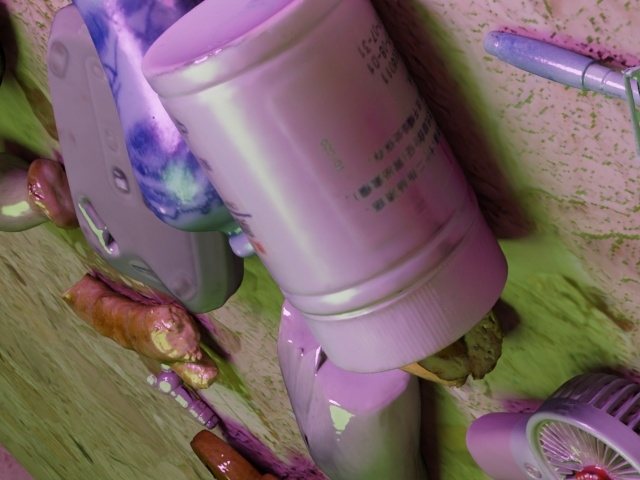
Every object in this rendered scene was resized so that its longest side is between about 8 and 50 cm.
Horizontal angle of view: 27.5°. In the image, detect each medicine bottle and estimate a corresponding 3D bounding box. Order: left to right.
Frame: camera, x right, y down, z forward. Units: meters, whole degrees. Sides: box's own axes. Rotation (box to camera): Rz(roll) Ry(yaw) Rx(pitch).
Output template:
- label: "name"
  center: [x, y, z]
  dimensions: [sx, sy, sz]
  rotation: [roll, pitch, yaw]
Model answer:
- label: "medicine bottle"
  center: [0.008, -0.050, 0.879]
  dimensions: [0.152, 0.152, 0.254]
  rotation: [8, 134, 55]

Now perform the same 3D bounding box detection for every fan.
- label: "fan"
  center: [0.192, 0.166, 1.008]
  dimensions: [0.130, 0.074, 0.244]
  rotation: [51, 156, -10]

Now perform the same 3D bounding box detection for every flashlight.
- label: "flashlight"
  center: [-0.178, 0.207, 1.736]
  dimensions: [0.110, 0.031, 0.052]
  rotation: [44, 119, -6]

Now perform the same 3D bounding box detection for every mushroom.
- label: "mushroom"
  center: [-0.362, -0.058, 1.562]
  dimensions: [0.212, 0.088, 0.097]
  rotation: [6, 102, 48]
- label: "mushroom"
  center: [0.046, 0.195, 1.275]
  dimensions: [0.159, 0.122, 0.328]
  rotation: [-105, 0, -45]

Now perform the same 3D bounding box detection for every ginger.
- label: "ginger"
  center: [-0.230, 0.100, 1.616]
  dimensions: [0.299, 0.065, 0.118]
  rotation: [21, 141, 49]

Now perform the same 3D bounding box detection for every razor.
- label: "razor"
  center: [0.143, -0.097, 0.738]
  dimensions: [0.135, 0.040, 0.068]
  rotation: [31, 152, 46]

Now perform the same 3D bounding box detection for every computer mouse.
- label: "computer mouse"
  center: [-0.151, -0.072, 1.185]
  dimensions: [0.197, 0.095, 0.331]
  rotation: [24, 138, 25]

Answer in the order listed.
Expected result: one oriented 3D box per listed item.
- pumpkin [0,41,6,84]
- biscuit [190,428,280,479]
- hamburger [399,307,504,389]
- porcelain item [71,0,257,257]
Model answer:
- label: "pumpkin"
  center: [-0.473, -0.195, 1.333]
  dimensions: [0.225, 0.256, 0.303]
  rotation: [46, 133, 12]
- label: "biscuit"
  center: [-0.019, 0.394, 1.669]
  dimensions: [0.432, 0.064, 0.283]
  rotation: [35, 163, 25]
- label: "hamburger"
  center: [0.068, 0.056, 1.043]
  dimensions: [0.176, 0.087, 0.102]
  rotation: [30, 164, 17]
- label: "porcelain item"
  center: [-0.097, -0.111, 0.993]
  dimensions: [0.259, 0.141, 0.141]
  rotation: [61, 155, -5]
